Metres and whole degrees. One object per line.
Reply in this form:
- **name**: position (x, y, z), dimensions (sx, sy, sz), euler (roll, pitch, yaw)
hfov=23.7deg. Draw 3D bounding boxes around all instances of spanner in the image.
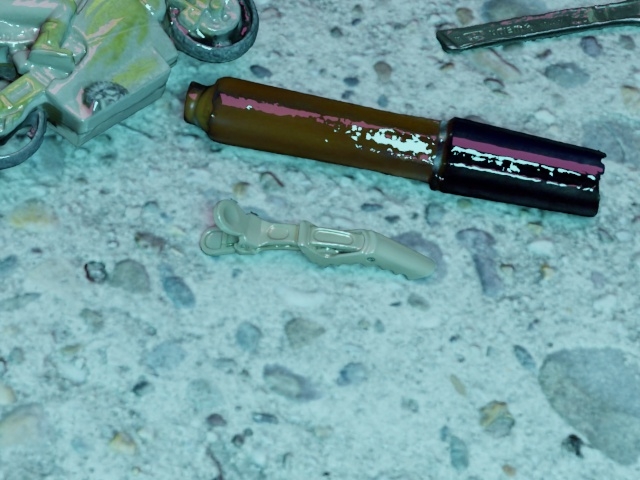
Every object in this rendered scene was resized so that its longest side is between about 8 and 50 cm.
- **spanner**: position (0.282, -0.240, 1.640), dimensions (0.325, 0.026, 0.093), euler (-9, 58, -10)

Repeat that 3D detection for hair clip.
- **hair clip**: position (0.000, 0.000, 1.432), dimensions (0.226, 0.072, 0.034), euler (8, 60, -2)

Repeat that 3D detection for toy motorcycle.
- **toy motorcycle**: position (-0.238, -0.209, 1.462), dimensions (0.341, 0.108, 0.223), euler (-33, 80, -24)

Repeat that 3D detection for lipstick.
- **lipstick**: position (0.072, -0.095, 1.497), dimensions (0.418, 0.077, 0.077), euler (12, 57, 3)

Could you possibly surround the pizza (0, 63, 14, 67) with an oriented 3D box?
- **pizza**: position (-0.467, -0.340, 1.580), dimensions (0.435, 0.080, 0.392), euler (3, 66, -7)
